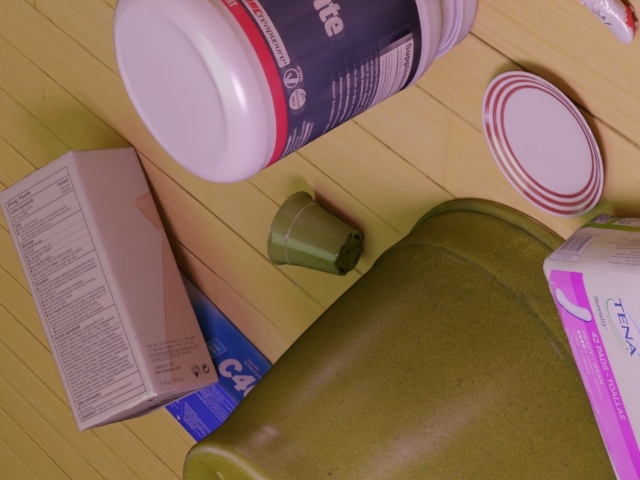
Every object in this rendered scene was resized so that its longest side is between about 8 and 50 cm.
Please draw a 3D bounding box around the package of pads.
[{"bbox_3d":[0.323,0.128,1.476,0.229,0.101,0.296,5,122,56],"label":"package of pads"}]

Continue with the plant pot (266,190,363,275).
[{"bbox_3d":[0.000,0.000,1.895,0.079,0.083,0.083,22,136,29],"label":"plant pot"}]

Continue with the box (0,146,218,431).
[{"bbox_3d":[-0.257,0.055,2.174,0.148,0.121,0.311,-25,80,35],"label":"box"}]

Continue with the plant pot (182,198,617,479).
[{"bbox_3d":[0.075,0.201,1.672,0.366,0.353,0.366,38,145,33],"label":"plant pot"}]

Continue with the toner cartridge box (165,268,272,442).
[{"bbox_3d":[-0.146,0.165,2.270,0.348,0.075,0.165,44,147,24],"label":"toner cartridge box"}]

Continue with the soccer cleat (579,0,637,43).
[{"bbox_3d":[0.216,-0.188,1.410,0.029,0.035,0.083,-16,104,60],"label":"soccer cleat"}]

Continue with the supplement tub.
[{"bbox_3d":[-0.020,-0.184,1.535,0.191,0.272,0.191,38,145,33],"label":"supplement tub"}]

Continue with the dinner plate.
[{"bbox_3d":[0.194,-0.085,1.563,0.141,0.017,0.141,39,146,33],"label":"dinner plate"}]
